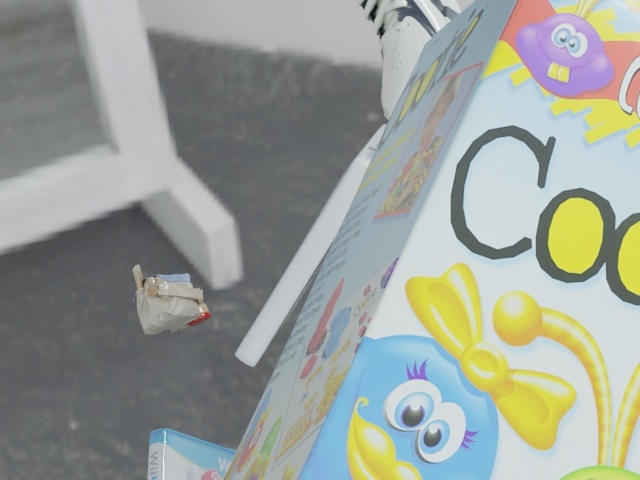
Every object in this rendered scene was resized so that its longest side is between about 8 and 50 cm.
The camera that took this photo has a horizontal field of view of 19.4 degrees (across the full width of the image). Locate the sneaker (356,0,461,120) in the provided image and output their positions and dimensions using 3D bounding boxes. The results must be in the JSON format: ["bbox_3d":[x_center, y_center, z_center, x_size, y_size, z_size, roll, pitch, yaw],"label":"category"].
[{"bbox_3d":[0.050,-0.219,1.626,0.153,0.094,0.235,27,63,-20],"label":"sneaker"}]

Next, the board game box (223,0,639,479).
[{"bbox_3d":[0.062,0.062,0.649,0.142,0.144,0.275,27,75,-8],"label":"board game box"}]

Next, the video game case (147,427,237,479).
[{"bbox_3d":[-0.055,0.201,1.074,0.015,0.119,0.166,-19,60,38],"label":"video game case"}]

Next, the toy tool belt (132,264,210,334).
[{"bbox_3d":[-0.116,0.041,1.453,0.052,0.083,0.051,-30,79,19],"label":"toy tool belt"}]

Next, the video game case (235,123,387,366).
[{"bbox_3d":[0.000,0.000,1.528,0.022,0.190,0.173,32,15,1],"label":"video game case"}]
